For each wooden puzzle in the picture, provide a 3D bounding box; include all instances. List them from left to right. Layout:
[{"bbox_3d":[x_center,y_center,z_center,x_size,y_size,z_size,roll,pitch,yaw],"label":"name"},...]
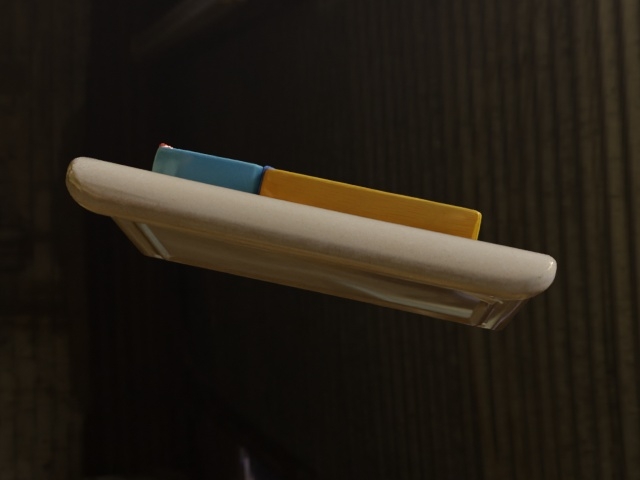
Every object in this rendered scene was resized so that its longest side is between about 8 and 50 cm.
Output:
[{"bbox_3d":[0.000,0.000,0.659,0.239,0.220,0.044,70,32,-83],"label":"wooden puzzle"}]
